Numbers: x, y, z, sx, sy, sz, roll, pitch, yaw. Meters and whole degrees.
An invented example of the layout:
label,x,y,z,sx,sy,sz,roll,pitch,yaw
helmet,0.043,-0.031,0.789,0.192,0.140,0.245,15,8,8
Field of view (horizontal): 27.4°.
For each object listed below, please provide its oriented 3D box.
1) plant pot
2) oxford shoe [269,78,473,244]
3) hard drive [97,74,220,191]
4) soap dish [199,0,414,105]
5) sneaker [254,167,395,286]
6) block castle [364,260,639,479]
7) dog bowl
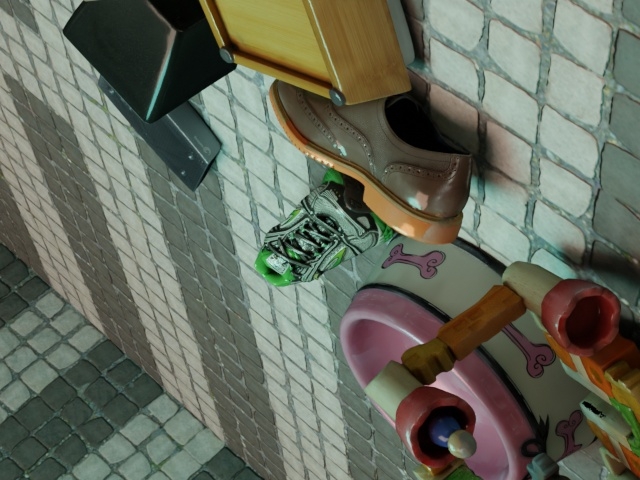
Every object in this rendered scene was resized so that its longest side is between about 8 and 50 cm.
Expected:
label,x,y,z,sx,sy,sz,roll,pitch,yaw
plant pot,-0.211,-0.310,1.811,0.187,0.188,0.167,47,145,6
oxford shoe,0.068,-0.144,1.662,0.363,0.130,0.133,41,125,36
hard drive,-0.272,-0.211,2.226,0.255,0.054,0.172,48,158,3
soap dish,-0.037,-0.292,1.570,0.291,0.118,0.229,26,148,43
sneaker,0.000,0.000,1.936,0.134,0.146,0.343,48,157,2
block castle,0.286,0.276,1.583,0.453,0.303,0.213,60,169,-28
dog bowl,0.195,0.186,1.868,0.408,0.150,0.408,40,155,22
